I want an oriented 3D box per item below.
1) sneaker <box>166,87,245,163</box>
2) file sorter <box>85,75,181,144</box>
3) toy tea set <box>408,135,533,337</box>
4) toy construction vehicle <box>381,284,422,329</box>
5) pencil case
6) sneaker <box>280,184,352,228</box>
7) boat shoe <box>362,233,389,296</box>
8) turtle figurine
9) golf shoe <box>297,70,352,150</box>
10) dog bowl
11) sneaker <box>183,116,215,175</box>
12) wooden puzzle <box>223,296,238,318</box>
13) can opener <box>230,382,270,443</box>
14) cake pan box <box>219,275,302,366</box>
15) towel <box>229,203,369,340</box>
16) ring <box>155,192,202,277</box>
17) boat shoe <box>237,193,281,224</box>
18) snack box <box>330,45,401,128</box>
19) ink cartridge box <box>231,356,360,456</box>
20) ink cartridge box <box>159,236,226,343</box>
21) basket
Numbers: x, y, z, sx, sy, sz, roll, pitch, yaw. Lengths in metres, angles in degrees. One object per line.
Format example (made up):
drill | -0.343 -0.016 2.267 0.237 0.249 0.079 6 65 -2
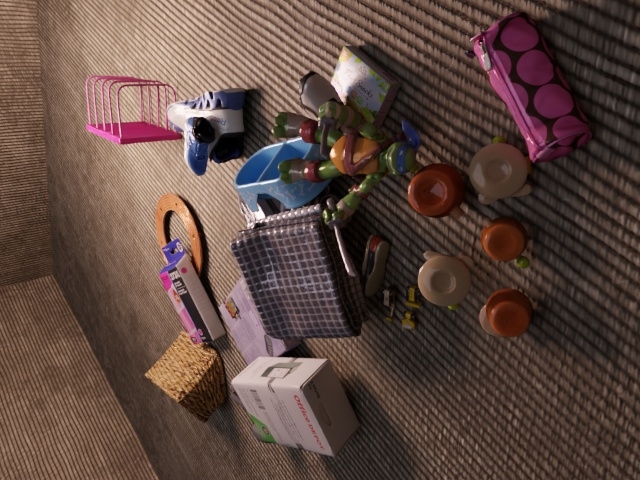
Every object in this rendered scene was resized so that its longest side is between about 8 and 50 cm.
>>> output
sneaker | -0.308 -0.297 1.362 0.316 0.128 0.182 1 102 48
file sorter | -0.619 -0.435 1.623 0.291 0.202 0.182 25 120 43
toy tea set | 0.258 0.002 0.843 0.200 0.124 0.335 -6 96 21
toy construction vehicle | 0.171 0.131 1.030 0.086 0.035 0.098 10 114 36
pencil case | 0.293 -0.211 0.704 0.095 0.098 0.209 -38 75 49
sneaker | 0.000 0.000 1.125 0.153 0.101 0.268 -4 102 48
boat shoe | 0.110 0.054 1.057 0.043 0.049 0.136 34 125 42
turtle figurine | 0.004 -0.131 0.841 0.266 0.274 0.198 19 157 44
golf shoe | 0.033 -0.241 0.963 0.094 0.077 0.198 34 168 51
dog bowl | -0.088 -0.153 1.117 0.297 0.165 0.074 -1 142 51
sneaker | -0.305 -0.240 1.267 0.085 0.058 0.152 8 103 48
wooden puzzle | -0.266 0.200 1.485 0.083 0.006 0.049 53 137 25
can opener | -0.216 0.543 1.583 0.284 0.095 0.075 21 118 44
cake pan box | -0.188 0.242 1.464 0.266 0.070 0.245 58 137 18
towel | -0.047 0.079 1.063 0.235 0.121 0.283 -9 110 33
ring | -0.502 -0.005 1.775 0.337 0.032 0.336 22 119 45
boat shoe | -0.132 -0.032 1.267 0.301 0.108 0.102 58 139 22
snack box | 0.082 -0.299 0.970 0.141 0.037 0.100 49 135 26
ink cartridge box | -0.067 0.424 1.295 0.289 0.122 0.211 -11 108 45
ink cartridge box | -0.467 0.183 1.738 0.176 0.069 0.370 -22 93 51
basket | -0.468 0.516 1.875 0.299 0.223 0.213 9 143 48
